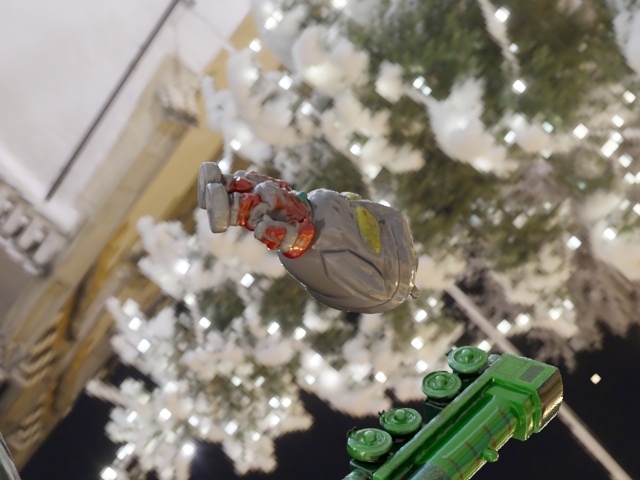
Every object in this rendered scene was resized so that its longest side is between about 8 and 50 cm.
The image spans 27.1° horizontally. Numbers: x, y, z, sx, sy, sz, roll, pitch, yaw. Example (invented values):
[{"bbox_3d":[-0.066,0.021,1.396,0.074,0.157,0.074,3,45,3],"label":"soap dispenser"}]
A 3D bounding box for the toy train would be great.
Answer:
[{"bbox_3d":[0.127,0.187,1.285,0.119,0.085,0.251,15,-144,36],"label":"toy train"}]

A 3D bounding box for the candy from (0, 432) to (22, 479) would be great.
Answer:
[{"bbox_3d":[-0.149,0.161,0.610,0.312,0.061,0.088,53,169,37],"label":"candy"}]

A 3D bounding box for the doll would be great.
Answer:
[{"bbox_3d":[0.000,0.000,0.821,0.180,0.079,0.094,24,-159,-34],"label":"doll"}]
